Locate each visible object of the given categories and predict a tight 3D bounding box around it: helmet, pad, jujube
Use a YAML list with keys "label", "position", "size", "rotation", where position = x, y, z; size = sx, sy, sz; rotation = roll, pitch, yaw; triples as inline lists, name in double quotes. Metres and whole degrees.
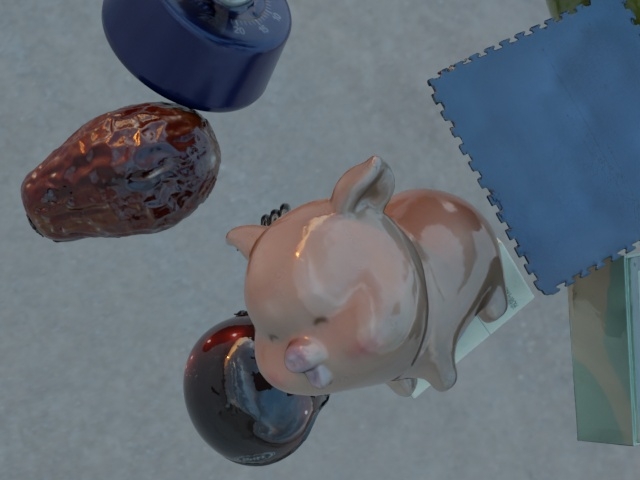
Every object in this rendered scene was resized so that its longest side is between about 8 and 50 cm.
- label: "helmet"
  position: [-0.094, 0.202, 1.761]
  size: [0.193, 0.189, 0.216]
  rotation: [47, 35, -59]
- label: "pad"
  position: [0.281, -0.110, 1.359]
  size: [0.269, 0.012, 0.270]
  rotation: [-25, 85, -17]
- label: "jujube"
  position: [-0.285, -0.092, 1.824]
  size: [0.197, 0.290, 0.197]
  rotation: [-21, 90, -83]

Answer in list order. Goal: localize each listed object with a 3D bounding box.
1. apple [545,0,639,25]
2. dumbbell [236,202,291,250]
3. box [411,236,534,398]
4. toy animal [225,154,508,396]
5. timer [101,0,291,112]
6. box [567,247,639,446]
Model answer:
- label: "apple"
  position: [0.433, -0.289, 1.526]
  size: [0.257, 0.295, 0.233]
  rotation: [-4, 71, -22]
- label: "dumbbell"
  position: [0.000, 0.000, 1.563]
  size: [0.099, 0.208, 0.099]
  rotation: [-4, 90, -87]
- label: "box"
  position: [0.195, 0.111, 1.981]
  size: [0.069, 0.256, 0.164]
  rotation: [49, -2, 45]
- label: "toy animal"
  position: [0.061, 0.044, 1.344]
  size: [0.269, 0.237, 0.326]
  rotation: [53, 44, -12]
- label: "timer"
  position: [-0.112, -0.395, 1.763]
  size: [0.270, 0.383, 0.270]
  rotation: [22, 42, -21]
- label: "box"
  position: [0.373, 0.125, 1.541]
  size: [0.129, 0.086, 0.225]
  rotation: [-7, 94, -49]
